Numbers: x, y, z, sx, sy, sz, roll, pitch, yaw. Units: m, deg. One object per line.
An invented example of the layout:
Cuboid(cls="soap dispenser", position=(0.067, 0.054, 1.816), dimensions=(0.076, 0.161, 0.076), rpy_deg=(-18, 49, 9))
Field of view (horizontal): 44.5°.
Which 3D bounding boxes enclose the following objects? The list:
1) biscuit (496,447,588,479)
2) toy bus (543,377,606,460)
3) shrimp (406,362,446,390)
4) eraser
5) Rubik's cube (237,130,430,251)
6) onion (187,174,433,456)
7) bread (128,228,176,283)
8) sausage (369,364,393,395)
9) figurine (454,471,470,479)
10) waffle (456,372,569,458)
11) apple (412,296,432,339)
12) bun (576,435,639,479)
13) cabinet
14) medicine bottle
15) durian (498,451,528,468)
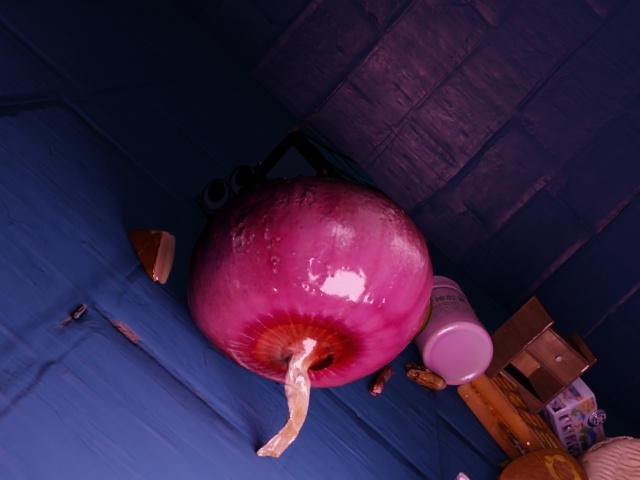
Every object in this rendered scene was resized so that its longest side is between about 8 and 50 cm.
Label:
Cuboid(cls="biscuit", position=(0.486, 0.541, 1.547), dimensions=(0.262, 0.052, 0.277), rpy_deg=(-7, 47, -36))
Cuboid(cls="toy bus", position=(0.681, 0.508, 2.068), dimensions=(0.330, 0.135, 0.109), rpy_deg=(65, -5, -32))
Cuboid(cls="shrimp", position=(0.234, 0.302, 1.802), dimensions=(0.162, 0.045, 0.095), rpy_deg=(26, 22, -48))
Cuboid(cls="eraser", position=(-0.116, -0.079, 1.712), dimensions=(0.290, 0.171, 0.087), rpy_deg=(21, 50, -59))
Cuboid(cls="Rubik's cube", position=(0.000, 0.000, 1.527), dimensions=(0.288, 0.293, 0.283), rpy_deg=(51, 13, 23))
Cuboid(cls="onion", position=(-0.004, 0.081, 1.127), dimensions=(0.358, 0.358, 0.345), rpy_deg=(28, 24, -49))
Cuboid(cls="bread", position=(-0.255, 0.011, 1.223), dimensions=(0.043, 0.062, 0.109), rpy_deg=(27, 24, -53))
Cuboid(cls="sausage", position=(0.124, 0.282, 1.581), dimensions=(0.028, 0.025, 0.198), rpy_deg=(60, 15, 2))
Cuboid(cls="figurine", position=(0.216, 0.444, 1.158), dimensions=(0.240, 0.116, 0.175), rpy_deg=(37, 11, -1))
Cuboid(cls="waffle", position=(0.501, 0.476, 1.956), dimensions=(0.224, 0.098, 0.328), rpy_deg=(24, 25, -53))
Cuboid(cls="apple", position=(0.175, 0.148, 1.869), dimensions=(0.196, 0.157, 0.196), rpy_deg=(38, 23, -19))
Cuboid(cls="bun", position=(0.712, 0.609, 1.737), dimensions=(0.359, 0.211, 0.360), rpy_deg=(-1, 23, 0))
Cuboid(cls="cabinet", position=(0.535, 0.287, 1.951), dimensions=(0.174, 0.215, 0.148), rpy_deg=(40, 14, -18))
Cuboid(cls="medicine bottle", position=(0.323, 0.224, 2.015), dimensions=(0.178, 0.178, 0.291), rpy_deg=(39, 14, -17))
Cuboid(cls="durian", position=(0.477, 0.523, 1.675), dimensions=(0.187, 0.119, 0.108), rpy_deg=(51, 11, 25))
